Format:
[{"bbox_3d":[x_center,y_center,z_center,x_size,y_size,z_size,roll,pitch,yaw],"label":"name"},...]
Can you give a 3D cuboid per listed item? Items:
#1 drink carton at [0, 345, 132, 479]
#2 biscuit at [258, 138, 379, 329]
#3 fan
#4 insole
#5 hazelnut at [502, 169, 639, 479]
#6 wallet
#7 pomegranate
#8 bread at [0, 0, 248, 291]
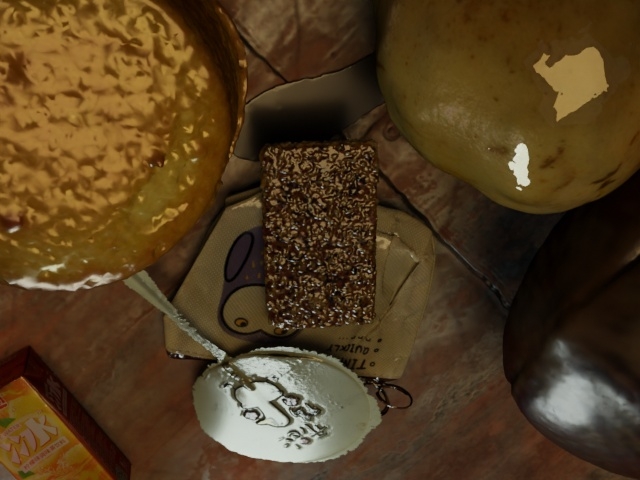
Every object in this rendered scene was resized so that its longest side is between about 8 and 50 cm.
[{"bbox_3d":[-0.328,0.242,1.026,0.096,0.071,0.223,-30,117,3],"label":"drink carton"},{"bbox_3d":[0.000,0.000,0.933,0.131,0.025,0.231,-3,117,-2],"label":"biscuit"},{"bbox_3d":[-0.098,0.162,1.023,0.233,0.012,0.415,-30,123,24],"label":"fan"},{"bbox_3d":[0.012,-0.155,0.949,0.253,0.005,0.086,-24,119,0],"label":"insole"},{"bbox_3d":[0.418,0.086,0.931,0.402,0.402,0.429,20,129,-21],"label":"hazelnut"},{"bbox_3d":[-0.008,0.070,1.017,0.335,0.068,0.275,11,114,-16],"label":"wallet"},{"bbox_3d":[0.211,-0.197,0.799,0.332,0.332,0.333,-5,116,-10],"label":"pomegranate"},{"bbox_3d":[-0.249,-0.115,0.801,0.336,0.204,0.358,35,105,-20],"label":"bread"}]
